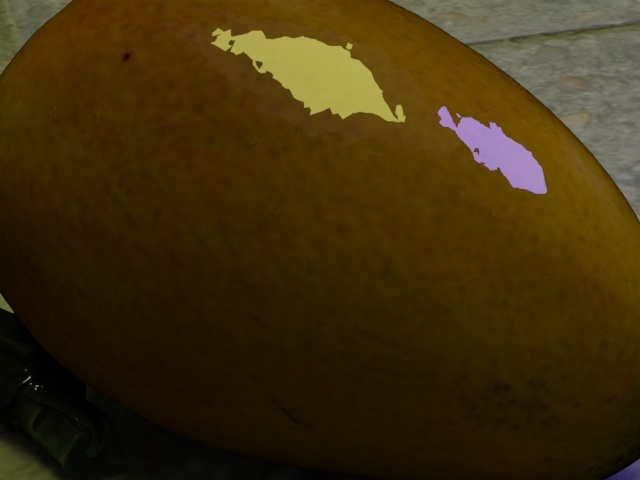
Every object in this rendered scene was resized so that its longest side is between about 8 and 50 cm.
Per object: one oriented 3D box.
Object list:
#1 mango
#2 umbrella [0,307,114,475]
[{"bbox_3d":[0.000,0.000,0.805,0.378,0.264,0.221,25,52,15],"label":"mango"},{"bbox_3d":[-0.181,0.062,0.914,0.066,0.059,0.235,26,4,-45],"label":"umbrella"}]
